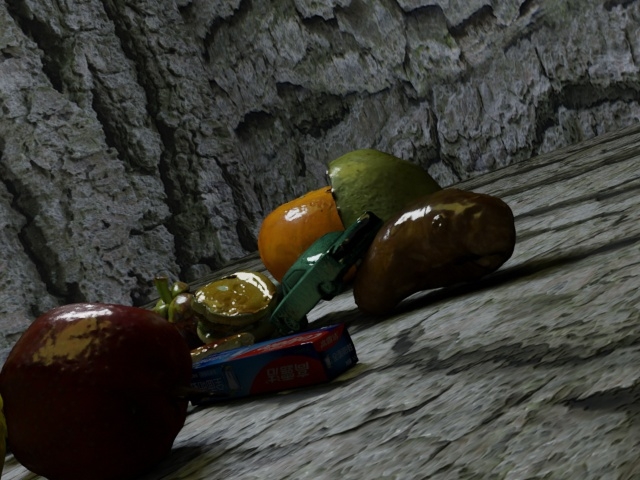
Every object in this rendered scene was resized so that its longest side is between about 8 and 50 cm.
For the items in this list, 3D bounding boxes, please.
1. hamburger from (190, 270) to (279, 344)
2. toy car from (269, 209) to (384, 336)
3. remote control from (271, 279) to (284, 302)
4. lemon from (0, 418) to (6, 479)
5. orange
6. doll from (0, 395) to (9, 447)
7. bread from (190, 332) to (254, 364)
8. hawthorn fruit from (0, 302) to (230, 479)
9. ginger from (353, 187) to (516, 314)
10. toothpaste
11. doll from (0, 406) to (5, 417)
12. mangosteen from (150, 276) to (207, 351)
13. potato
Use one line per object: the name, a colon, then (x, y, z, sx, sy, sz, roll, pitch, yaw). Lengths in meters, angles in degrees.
hamburger: (-0.165, 0.146, 2.042, 0.177, 0.113, 0.185, 1, 35, -4)
toy car: (0.002, 0.058, 1.882, 0.141, 0.097, 0.320, -46, -2, -35)
remote control: (-0.216, 0.173, 2.370, 0.335, 0.065, 0.128, -26, 0, -37)
lemon: (-0.567, 0.300, 1.459, 0.245, 0.245, 0.320, -24, 11, -19)
orange: (0.000, 0.000, 2.345, 0.284, 0.226, 0.284, -21, 0, 0)
doll: (-0.523, 0.315, 1.913, 0.199, 0.145, 0.363, 19, -28, -26)
bread: (-0.212, 0.217, 1.906, 0.154, 0.054, 0.136, -19, 2, -41)
hawthorn fruit: (-0.261, 0.205, 1.365, 0.300, 0.254, 0.254, 2, 9, 8)
ginger: (0.188, 0.011, 1.727, 0.321, 0.165, 0.172, -31, 34, 37)
toothpaste: (-0.084, 0.189, 1.554, 0.320, 0.066, 0.076, -19, 6, 44)
doll: (-0.370, 0.268, 1.613, 0.303, 0.201, 0.156, -27, 39, 24)
mangosteen: (-0.288, 0.164, 2.152, 0.156, 0.181, 0.145, -28, 37, 41)
potato: (0.163, -0.066, 2.029, 0.213, 0.280, 0.330, -24, 2, 16)
